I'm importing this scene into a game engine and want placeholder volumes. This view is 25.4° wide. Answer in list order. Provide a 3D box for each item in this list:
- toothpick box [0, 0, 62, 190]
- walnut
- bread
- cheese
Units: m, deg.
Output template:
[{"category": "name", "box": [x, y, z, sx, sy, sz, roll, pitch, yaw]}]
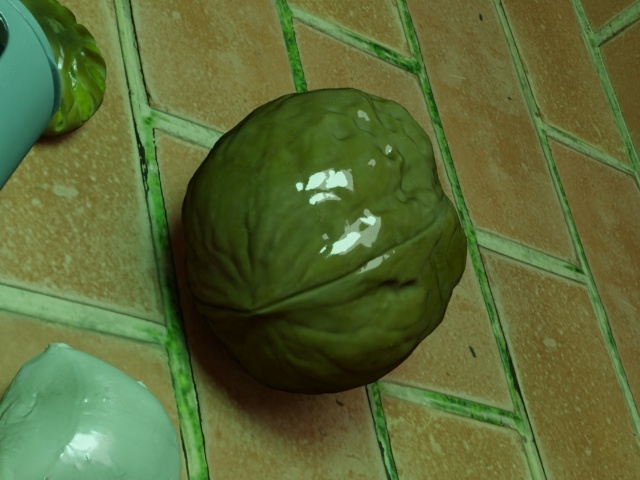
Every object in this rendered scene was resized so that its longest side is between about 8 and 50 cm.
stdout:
[{"category": "toothpick box", "box": [-0.416, -0.077, 1.344, 0.263, 0.263, 0.355, 43, 36, -17]}, {"category": "walnut", "box": [0.000, 0.000, 1.709, 0.354, 0.308, 0.398, 64, 31, -7]}, {"category": "bread", "box": [-0.343, -0.221, 1.660, 0.213, 0.104, 0.213, 29, 44, -33]}, {"category": "cheese", "box": [-0.226, 0.212, 1.383, 0.189, 0.154, 0.198, 43, 35, -26]}]
